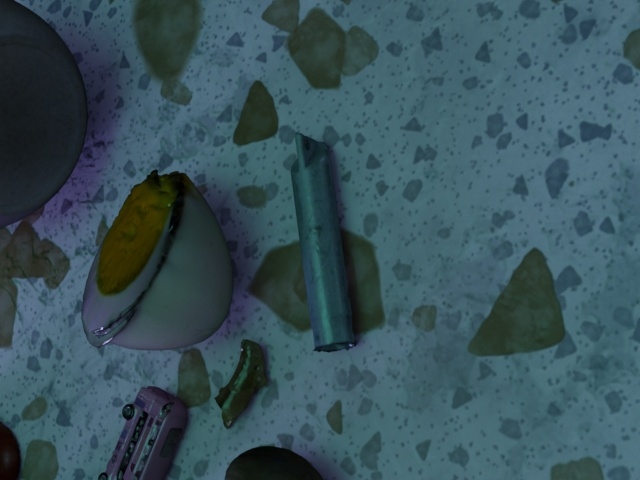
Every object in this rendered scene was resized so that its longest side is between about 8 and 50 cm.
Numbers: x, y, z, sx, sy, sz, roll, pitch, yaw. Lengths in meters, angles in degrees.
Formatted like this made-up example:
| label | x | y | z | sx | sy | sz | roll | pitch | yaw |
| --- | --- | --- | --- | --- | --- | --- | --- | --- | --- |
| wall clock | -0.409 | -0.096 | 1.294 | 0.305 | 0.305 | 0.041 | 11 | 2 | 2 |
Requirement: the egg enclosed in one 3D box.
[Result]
| label | x | y | z | sx | sy | sz | roll | pitch | yaw |
| --- | --- | --- | --- | --- | --- | --- | --- | --- | --- |
| egg | -0.225 | 0.046 | 1.668 | 0.264 | 0.174 | 0.286 | -49 | 33 | 21 |

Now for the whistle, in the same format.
| label | x | y | z | sx | sy | sz | roll | pitch | yaw |
| --- | --- | --- | --- | --- | --- | --- | --- | --- | --- |
| whistle | 0.000 | 0.000 | 1.580 | 0.062 | 0.062 | 0.312 | -17 | 73 | 31 |

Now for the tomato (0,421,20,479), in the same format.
| label | x | y | z | sx | sy | sz | roll | pitch | yaw |
| --- | --- | --- | --- | --- | --- | --- | --- | --- | --- |
| tomato | -0.616 | 0.402 | 1.904 | 0.228 | 0.101 | 0.227 | -8 | 76 | 36 |

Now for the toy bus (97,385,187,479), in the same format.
| label | x | y | z | sx | sy | sz | roll | pitch | yaw |
| --- | --- | --- | --- | --- | --- | --- | --- | --- | --- |
| toy bus | -0.271 | 0.324 | 1.705 | 0.090 | 0.063 | 0.203 | 26 | 95 | 34 |

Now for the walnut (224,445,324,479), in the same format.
| label | x | y | z | sx | sy | sz | roll | pitch | yaw |
| --- | --- | --- | --- | --- | --- | --- | --- | --- | --- |
| walnut | -0.058 | 0.350 | 1.515 | 0.162 | 0.140 | 0.140 | 14 | 90 | 24 |

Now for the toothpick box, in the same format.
| label | x | y | z | sx | sy | sz | roll | pitch | yaw |
| --- | --- | --- | --- | --- | --- | --- | --- | --- | --- |
| toothpick box | -0.627 | -0.222 | 1.830 | 0.425 | 0.409 | 0.408 | 18 | 92 | 39 |

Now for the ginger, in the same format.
| label | x | y | z | sx | sy | sz | roll | pitch | yaw |
| --- | --- | --- | --- | --- | --- | --- | --- | --- | --- |
| ginger | -0.117 | 0.212 | 1.634 | 0.057 | 0.044 | 0.137 | 37 | 102 | 51 |
